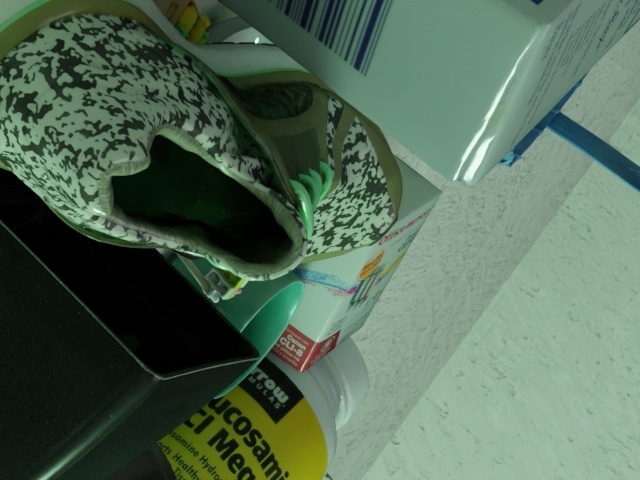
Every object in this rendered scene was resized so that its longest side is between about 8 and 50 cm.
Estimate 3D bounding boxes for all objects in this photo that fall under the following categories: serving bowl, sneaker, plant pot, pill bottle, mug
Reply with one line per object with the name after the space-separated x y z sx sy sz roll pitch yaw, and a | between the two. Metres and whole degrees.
-0.068 -0.128 1.293 0.083 0.027 0.083 -31 154 -17 | serving bowl
-0.060 -0.026 1.068 0.158 0.182 0.410 -49 148 16 | sneaker
-0.182 0.072 1.139 0.167 0.188 0.187 -48 168 11 | plant pot
-0.106 0.199 1.691 0.334 0.188 0.188 -43 164 -38 | pill bottle
-0.089 0.049 1.554 0.129 0.097 0.158 -45 164 -26 | mug

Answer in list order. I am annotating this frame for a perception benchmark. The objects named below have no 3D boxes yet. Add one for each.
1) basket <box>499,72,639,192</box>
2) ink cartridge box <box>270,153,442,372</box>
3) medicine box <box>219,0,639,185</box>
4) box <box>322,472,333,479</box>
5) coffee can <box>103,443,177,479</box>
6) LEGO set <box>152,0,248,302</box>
0.228 -0.173 1.626 0.201 0.289 0.255 -46 167 -27 | basket
0.000 0.000 1.662 0.128 0.127 0.176 -32 155 -55 | ink cartridge box
0.082 -0.224 1.056 0.289 0.263 0.149 -43 164 -34 | medicine box
-0.153 0.328 1.878 0.307 0.076 0.242 -47 -163 -22 | box
-0.241 0.227 1.273 0.201 0.201 0.275 -57 166 17 | coffee can
-0.082 -0.048 1.247 0.132 0.107 0.287 -20 150 -36 | LEGO set
